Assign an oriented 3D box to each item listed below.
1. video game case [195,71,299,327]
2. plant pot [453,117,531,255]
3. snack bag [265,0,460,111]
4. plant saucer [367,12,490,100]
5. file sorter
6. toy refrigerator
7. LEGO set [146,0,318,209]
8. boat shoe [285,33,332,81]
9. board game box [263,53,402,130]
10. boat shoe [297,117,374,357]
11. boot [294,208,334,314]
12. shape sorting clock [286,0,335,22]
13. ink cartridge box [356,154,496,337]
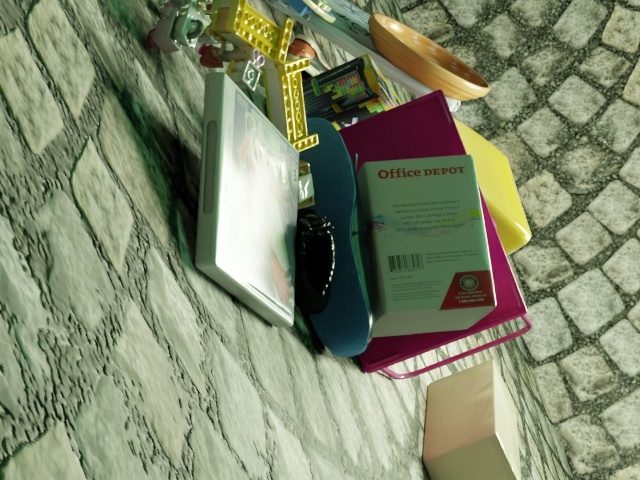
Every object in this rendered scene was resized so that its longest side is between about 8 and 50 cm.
[{"bbox_3d":[-0.064,-0.033,1.432,0.201,0.023,0.183,45,44,-64],"label":"video game case"},{"bbox_3d":[0.142,-0.065,2.180,0.187,0.212,0.212,45,22,-32],"label":"plant pot"},{"bbox_3d":[0.077,-0.288,2.297,0.323,0.037,0.342,32,15,-2],"label":"snack bag"},{"bbox_3d":[0.148,-0.256,2.198,0.200,0.037,0.200,31,15,-9],"label":"plant saucer"},{"bbox_3d":[0.118,0.005,1.906,0.182,0.202,0.291,43,27,-72],"label":"file sorter"},{"bbox_3d":[0.202,0.259,2.049,0.269,0.102,0.094,-74,140,-73],"label":"toy refrigerator"},{"bbox_3d":[-0.088,-0.158,1.569,0.287,0.107,0.132,58,48,-43],"label":"LEGO set"},{"bbox_3d":[-0.013,-0.234,2.151,0.043,0.049,0.137,-63,152,-15],"label":"boat shoe"},{"bbox_3d":[0.026,-0.152,1.912,0.170,0.141,0.048,43,25,-64],"label":"board game box"},{"bbox_3d":[0.000,0.000,1.672,0.089,0.109,0.258,45,41,-79],"label":"boat shoe"},{"bbox_3d":[-0.007,0.030,1.555,0.099,0.045,0.121,-116,-156,-72],"label":"boot"},{"bbox_3d":[-0.055,-0.369,2.085,0.206,0.040,0.206,42,14,-13],"label":"shape sorting clock"},{"bbox_3d":[0.108,0.007,1.727,0.127,0.128,0.176,121,-37,-72],"label":"ink cartridge box"}]
